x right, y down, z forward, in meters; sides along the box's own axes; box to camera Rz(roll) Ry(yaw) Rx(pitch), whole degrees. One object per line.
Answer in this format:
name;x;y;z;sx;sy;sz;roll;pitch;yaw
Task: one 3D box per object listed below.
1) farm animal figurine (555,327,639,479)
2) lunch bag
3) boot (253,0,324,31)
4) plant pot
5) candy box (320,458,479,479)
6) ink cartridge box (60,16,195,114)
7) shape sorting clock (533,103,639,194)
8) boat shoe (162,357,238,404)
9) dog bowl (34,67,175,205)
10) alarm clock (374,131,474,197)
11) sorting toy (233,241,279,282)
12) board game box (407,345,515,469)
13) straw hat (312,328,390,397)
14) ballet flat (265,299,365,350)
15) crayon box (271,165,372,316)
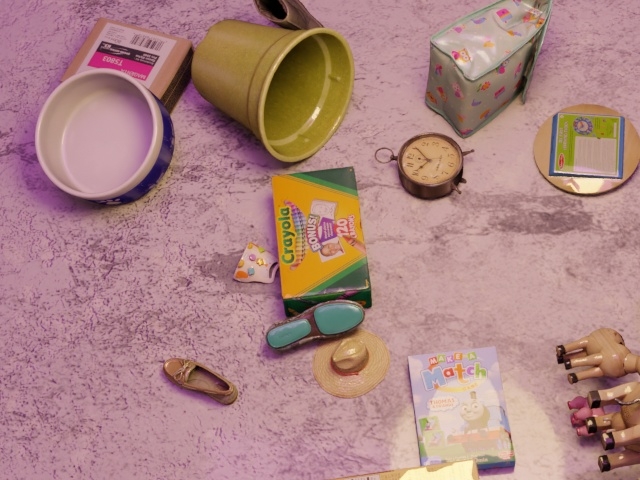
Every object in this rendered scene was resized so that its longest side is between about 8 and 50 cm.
farm animal figurine;0.503;0.279;1.590;0.172;0.327;0.330;-14;73;3
lunch bag;0.351;-0.363;2.024;0.262;0.223;0.160;-34;68;-15
boot;-0.092;-0.494;2.161;0.190;0.208;0.076;36;107;25
plant pot;-0.115;-0.330;2.062;0.254;0.276;0.276;27;66;33
candy box;0.096;0.435;1.616;0.317;0.183;0.087;-9;59;1
ink cartridge box;-0.412;-0.365;2.195;0.235;0.088;0.193;16;62;14
shape sorting clock;0.526;-0.181;2.002;0.206;0.040;0.206;-3;64;6
boat shoe;-0.221;0.249;1.840;0.153;0.048;0.056;25;66;19
dog bowl;-0.433;-0.206;2.045;0.265;0.104;0.264;-2;81;13
alarm clock;0.200;-0.152;2.012;0.192;0.064;0.129;15;63;12
sorting toy;-0.117;0.046;1.956;0.075;0.045;0.083;24;64;-2
board game box;0.243;0.295;1.764;0.160;0.039;0.211;-7;59;3
straw hat;0.053;0.207;1.824;0.145;0.061;0.144;-3;60;5
ballet flat;-0.010;0.153;1.860;0.188;0.070;0.070;-14;60;1
crayon box;0.000;0.000;1.936;0.165;0.081;0.278;-7;60;0
